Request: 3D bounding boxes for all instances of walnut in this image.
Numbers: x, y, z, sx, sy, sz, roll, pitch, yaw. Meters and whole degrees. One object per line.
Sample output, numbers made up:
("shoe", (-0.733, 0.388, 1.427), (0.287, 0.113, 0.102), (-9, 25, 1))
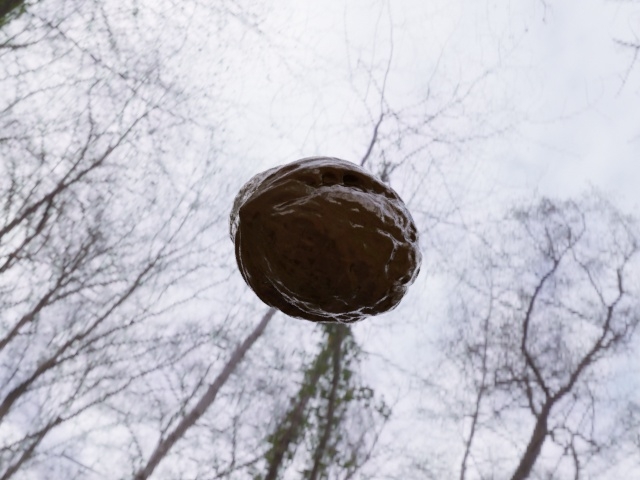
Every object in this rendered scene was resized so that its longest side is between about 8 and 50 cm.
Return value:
("walnut", (0.000, 0.000, 0.937), (0.184, 0.155, 0.155), (25, -54, -35))
